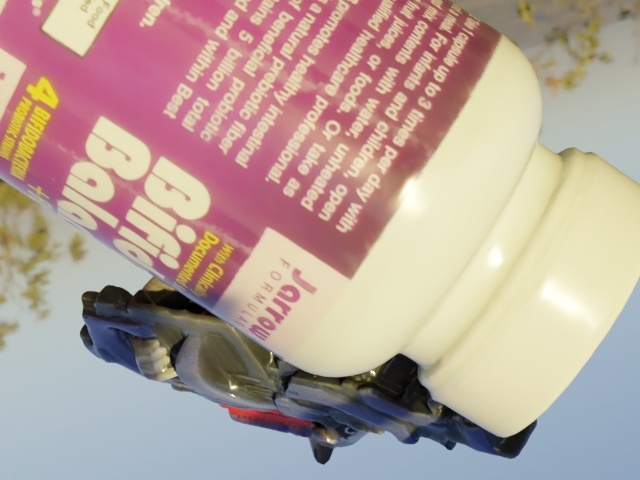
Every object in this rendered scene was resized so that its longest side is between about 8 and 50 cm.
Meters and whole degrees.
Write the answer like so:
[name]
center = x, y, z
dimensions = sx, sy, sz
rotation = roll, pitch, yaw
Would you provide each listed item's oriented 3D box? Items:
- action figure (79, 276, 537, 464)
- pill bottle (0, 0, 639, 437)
[action figure]
center = 0.000, 0.000, 0.864
dimensions = 0.341, 0.330, 0.178
rotation = 15, -137, 36
[pill bottle]
center = -0.015, -0.047, 0.625
dimensions = 0.169, 0.302, 0.169
rotation = -57, -178, 3
